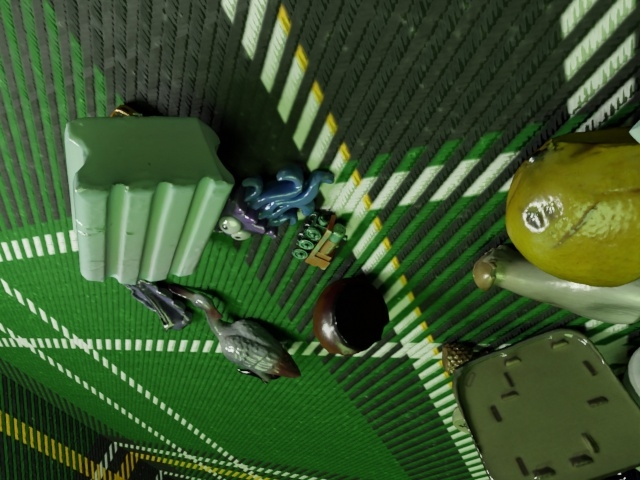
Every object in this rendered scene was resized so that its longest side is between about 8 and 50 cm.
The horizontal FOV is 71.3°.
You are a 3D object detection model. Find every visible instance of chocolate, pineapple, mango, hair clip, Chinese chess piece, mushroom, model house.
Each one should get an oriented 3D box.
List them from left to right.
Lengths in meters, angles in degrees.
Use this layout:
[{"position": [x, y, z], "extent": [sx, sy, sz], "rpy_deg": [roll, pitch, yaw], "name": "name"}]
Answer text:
[{"position": [-0.355, 0.129, 0.940], "extent": [0.124, 0.052, 0.195], "rpy_deg": [-6, 133, 30], "name": "hair clip"}, {"position": [0.045, 0.128, 0.719], "extent": [0.124, 0.127, 0.133], "rpy_deg": [20, 157, -15], "name": "chocolate"}, {"position": [0.326, 0.387, 0.958], "extent": [0.084, 0.034, 0.084], "rpy_deg": [13, 140, 11], "name": "Chinese chess piece"}, {"position": [0.275, 0.203, 0.772], "extent": [0.124, 0.058, 0.058], "rpy_deg": [-2, 137, 5], "name": "pineapple"}, {"position": [0.354, 0.309, 0.711], "extent": [0.218, 0.205, 0.279], "rpy_deg": [-22, 136, 8], "name": "model house"}, {"position": [0.308, 0.043, 0.548], "extent": [0.225, 0.093, 0.116], "rpy_deg": [12, 177, 36], "name": "mushroom"}, {"position": [0.313, -0.033, 0.421], "extent": [0.262, 0.130, 0.167], "rpy_deg": [-6, 125, 15], "name": "mango"}]

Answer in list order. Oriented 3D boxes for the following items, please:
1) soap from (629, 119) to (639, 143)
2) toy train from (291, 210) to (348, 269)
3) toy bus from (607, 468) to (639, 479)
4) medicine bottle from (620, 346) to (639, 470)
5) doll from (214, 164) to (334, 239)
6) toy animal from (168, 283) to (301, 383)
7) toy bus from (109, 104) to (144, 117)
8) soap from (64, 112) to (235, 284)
[{"position": [0.345, -0.056, 0.308], "extent": [0.198, 0.119, 0.066], "rpy_deg": [46, -176, 8], "name": "soap"}, {"position": [0.000, 0.000, 0.657], "extent": [0.064, 0.044, 0.103], "rpy_deg": [24, 142, -9], "name": "toy train"}, {"position": [0.605, 0.400, 0.780], "extent": [0.167, 0.138, 0.275], "rpy_deg": [31, 137, -15], "name": "toy bus"}, {"position": [0.500, 0.223, 0.619], "extent": [0.143, 0.143, 0.258], "rpy_deg": [2, 137, 20], "name": "medicine bottle"}, {"position": [-0.073, -0.050, 0.617], "extent": [0.206, 0.067, 0.110], "rpy_deg": [-24, 133, 27], "name": "doll"}, {"position": [-0.163, 0.210, 0.921], "extent": [0.195, 0.090, 0.324], "rpy_deg": [-4, 133, 39], "name": "toy animal"}, {"position": [-0.287, -0.113, 0.625], "extent": [0.069, 0.074, 0.162], "rpy_deg": [38, 137, -21], "name": "toy bus"}, {"position": [-0.234, -0.037, 0.599], "extent": [0.172, 0.095, 0.289], "rpy_deg": [-9, 158, -30], "name": "soap"}]
